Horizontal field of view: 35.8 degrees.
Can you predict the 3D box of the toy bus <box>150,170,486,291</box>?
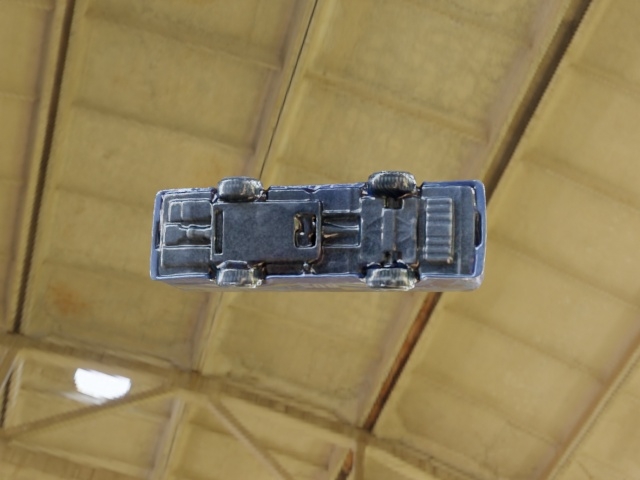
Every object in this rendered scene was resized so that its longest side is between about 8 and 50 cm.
[{"bbox_3d":[0.001,-0.003,0.699,0.236,0.094,0.079,0,-96,14],"label":"toy bus"}]
